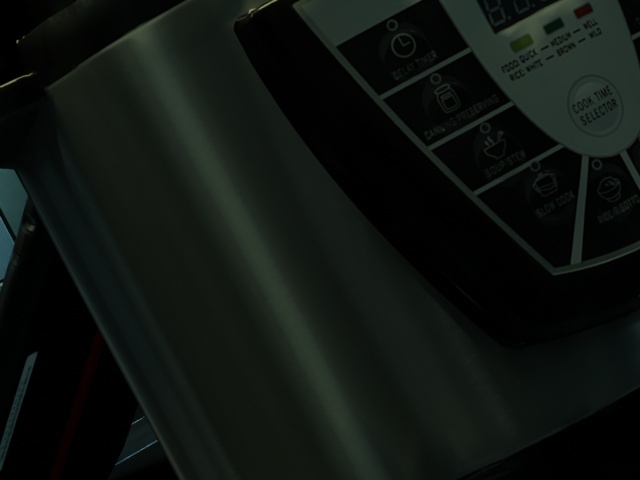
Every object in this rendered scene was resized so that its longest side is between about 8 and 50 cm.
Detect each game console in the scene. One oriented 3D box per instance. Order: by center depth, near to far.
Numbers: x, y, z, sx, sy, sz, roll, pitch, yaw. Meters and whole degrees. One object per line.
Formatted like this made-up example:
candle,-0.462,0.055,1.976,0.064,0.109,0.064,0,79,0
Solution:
game console,-0.210,0.092,1.224,0.342,0.060,0.386,-34,-35,-69

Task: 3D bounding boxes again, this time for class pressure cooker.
pressure cooker,0.016,-0.074,0.781,0.375,0.420,0.370,-26,3,20
